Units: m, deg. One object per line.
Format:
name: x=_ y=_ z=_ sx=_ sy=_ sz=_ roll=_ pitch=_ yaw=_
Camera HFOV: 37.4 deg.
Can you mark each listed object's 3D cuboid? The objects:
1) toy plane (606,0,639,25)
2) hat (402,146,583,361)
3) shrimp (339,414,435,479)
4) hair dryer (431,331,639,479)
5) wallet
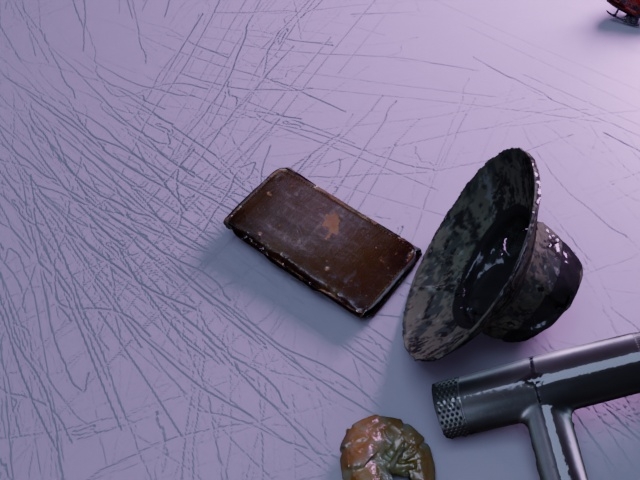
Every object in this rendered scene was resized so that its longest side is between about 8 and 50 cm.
toy plane: x=0.428 y=-0.308 z=1.237 sx=0.145 sy=0.060 sz=0.037 roll=29 pitch=69 yaw=10
hat: x=0.206 y=0.040 z=1.030 sx=0.128 sy=0.265 sz=0.266 roll=29 pitch=66 yaw=-10
shrimp: x=0.077 y=0.267 z=0.994 sx=0.099 sy=0.041 sz=0.180 roll=-7 pitch=56 yaw=-8
hair dryer: x=0.307 y=0.216 z=0.956 sx=0.320 sy=0.155 sz=0.284 roll=-26 pitch=77 yaw=12
wallet: x=0.000 y=0.000 z=1.168 sx=0.232 sy=0.031 sz=0.122 roll=34 pitch=68 yaw=25
